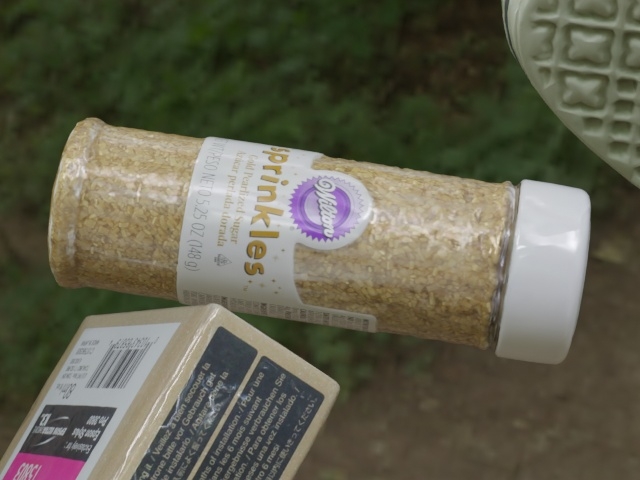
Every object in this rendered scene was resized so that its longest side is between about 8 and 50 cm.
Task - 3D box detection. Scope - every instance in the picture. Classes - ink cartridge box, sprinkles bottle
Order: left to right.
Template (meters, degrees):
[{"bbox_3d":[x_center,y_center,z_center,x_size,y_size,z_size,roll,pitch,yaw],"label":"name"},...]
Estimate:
[{"bbox_3d":[-0.108,0.137,1.015,0.088,0.193,0.234,36,-17,-17],"label":"ink cartridge box"},{"bbox_3d":[0.000,0.000,1.302,0.355,0.121,0.121,8,15,4],"label":"sprinkles bottle"}]

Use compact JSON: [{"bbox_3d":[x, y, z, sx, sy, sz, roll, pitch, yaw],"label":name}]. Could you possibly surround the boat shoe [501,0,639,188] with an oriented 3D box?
[{"bbox_3d":[0.283,-0.027,0.998,0.500,0.186,0.156,41,34,-24],"label":"boat shoe"}]
